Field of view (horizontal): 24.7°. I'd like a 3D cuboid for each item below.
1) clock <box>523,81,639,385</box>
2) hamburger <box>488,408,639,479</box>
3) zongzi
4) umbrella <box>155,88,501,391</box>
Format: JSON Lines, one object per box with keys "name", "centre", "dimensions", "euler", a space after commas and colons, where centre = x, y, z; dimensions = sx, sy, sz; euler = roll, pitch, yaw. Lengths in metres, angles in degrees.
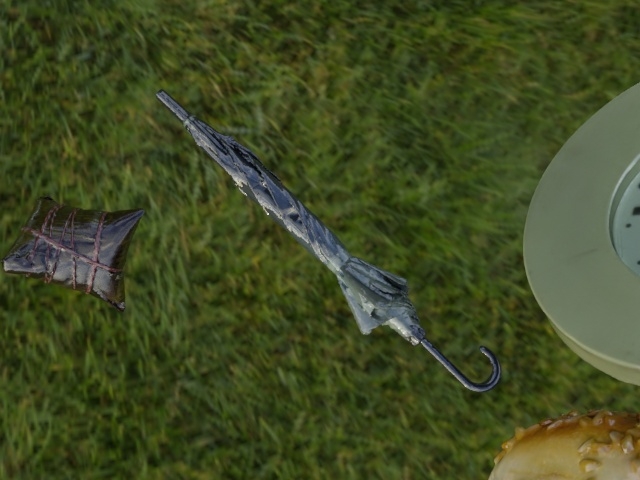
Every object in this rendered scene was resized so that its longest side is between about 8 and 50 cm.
{"name": "clock", "centre": [0.223, -0.017, 0.790], "dimensions": [0.235, 0.235, 0.029], "euler": [-37, 129, -1]}
{"name": "hamburger", "centre": [0.254, 0.276, 1.062], "dimensions": [0.330, 0.330, 0.250], "euler": [30, 63, -17]}
{"name": "zongzi", "centre": [-0.142, 0.014, 0.892], "dimensions": [0.083, 0.067, 0.073], "euler": [-1, 123, 10]}
{"name": "umbrella", "centre": [-0.003, 0.004, 0.865], "dimensions": [0.269, 0.044, 0.044], "euler": [39, 72, 4]}
